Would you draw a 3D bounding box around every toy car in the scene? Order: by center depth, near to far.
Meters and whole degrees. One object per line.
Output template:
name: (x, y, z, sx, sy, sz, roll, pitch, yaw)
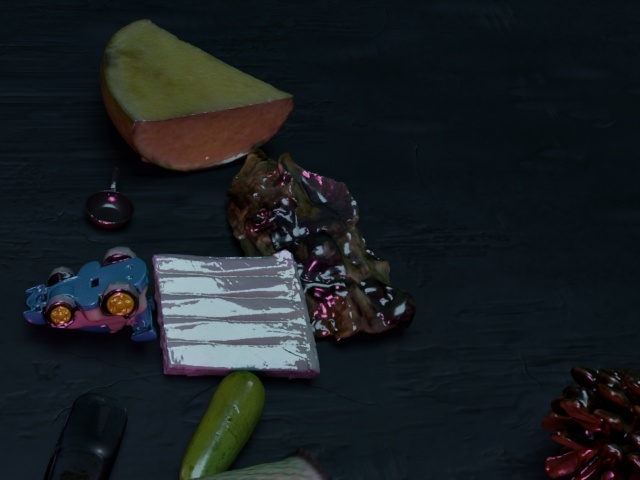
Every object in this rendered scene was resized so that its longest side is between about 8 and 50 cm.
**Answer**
toy car: (-0.288, 0.088, 1.890, 0.162, 0.098, 0.126, -18, 25, -1)

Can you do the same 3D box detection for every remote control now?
remote control: (-0.279, 0.265, 1.718, 0.072, 0.042, 0.222, 17, 42, -3)

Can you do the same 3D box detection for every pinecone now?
pinecone: (0.381, 0.251, 1.836, 0.229, 0.202, 0.201, 29, 64, -15)

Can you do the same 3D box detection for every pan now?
pan: (-0.293, -0.057, 2.076, 0.068, 0.023, 0.115, 10, 45, -6)

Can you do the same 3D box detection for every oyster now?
oyster: (-0.001, -0.008, 2.070, 0.221, 0.096, 0.361, 3, 45, -24)

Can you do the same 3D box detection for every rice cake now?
rice cake: (-0.113, 0.096, 1.918, 0.198, 0.037, 0.189, -5, 66, -15)

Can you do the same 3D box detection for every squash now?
squash: (-0.119, 0.232, 1.786, 0.066, 0.066, 0.201, 22, 42, 6)

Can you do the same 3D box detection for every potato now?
potato: (-0.218, -0.224, 2.220, 0.269, 0.112, 0.255, -10, 44, -31)

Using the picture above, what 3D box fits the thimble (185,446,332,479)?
thimble: (-0.066, 0.358, 1.520, 0.150, 0.270, 0.270, -8, 47, -21)
